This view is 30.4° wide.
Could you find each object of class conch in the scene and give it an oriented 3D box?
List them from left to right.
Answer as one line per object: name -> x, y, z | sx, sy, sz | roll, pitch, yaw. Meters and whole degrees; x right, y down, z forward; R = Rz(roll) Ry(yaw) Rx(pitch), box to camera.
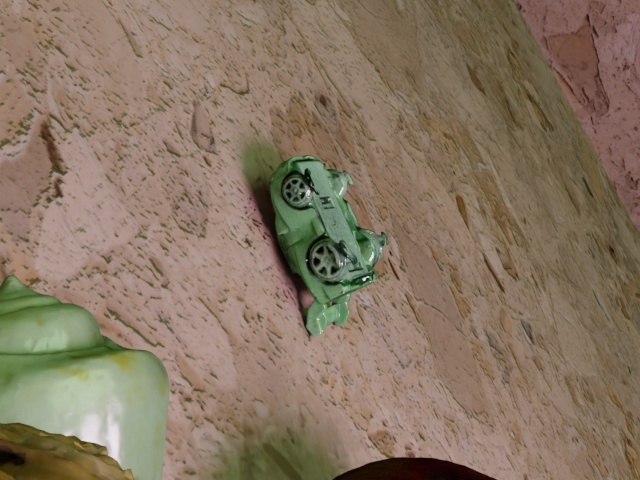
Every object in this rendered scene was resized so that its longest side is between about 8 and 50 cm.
conch -> -0.155, 0.143, 0.605 | 0.143, 0.137, 0.251 | 70, 24, -71

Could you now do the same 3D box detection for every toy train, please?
toy train -> 0.000, 0.000, 1.052 | 0.149, 0.081, 0.099 | 61, 25, 6

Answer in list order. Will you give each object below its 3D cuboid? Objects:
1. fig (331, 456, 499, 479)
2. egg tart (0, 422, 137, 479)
fig -> 0.076, 0.258, 0.808 | 0.235, 0.235, 0.215 | 39, 73, -42
egg tart -> -0.154, 0.191, 0.447 | 0.291, 0.290, 0.107 | -80, 176, -50
